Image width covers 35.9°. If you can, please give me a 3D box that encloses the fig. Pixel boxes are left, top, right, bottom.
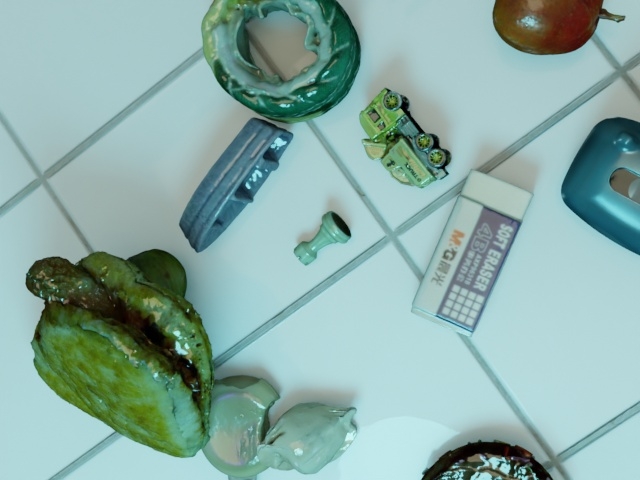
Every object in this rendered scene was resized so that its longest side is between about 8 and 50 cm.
[{"bbox_3d":[-0.294,0.135,1.853,0.149,0.149,0.245,-22,101,10],"label":"fig"}]

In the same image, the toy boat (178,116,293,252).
[{"bbox_3d":[-0.161,-0.102,1.819,0.078,0.127,0.283,40,100,9],"label":"toy boat"}]

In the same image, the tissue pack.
[{"bbox_3d":[0.553,-0.075,1.641,0.287,0.206,0.198,32,97,10],"label":"tissue pack"}]

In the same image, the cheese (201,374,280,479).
[{"bbox_3d":[-0.146,0.398,1.846,0.163,0.082,0.286,-5,92,12],"label":"cheese"}]

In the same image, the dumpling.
[{"bbox_3d":[-0.017,0.367,1.802,0.199,0.118,0.136,-23,126,-2],"label":"dumpling"}]

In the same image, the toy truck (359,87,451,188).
[{"bbox_3d":[0.145,-0.173,1.783,0.116,0.085,0.191,-39,85,14],"label":"toy truck"}]

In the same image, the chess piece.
[{"bbox_3d":[0.000,0.000,1.824,0.103,0.067,0.067,-39,83,17],"label":"chess piece"}]

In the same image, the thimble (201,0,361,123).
[{"bbox_3d":[-0.072,-0.355,1.781,0.254,0.167,0.288,-39,84,8],"label":"thimble"}]

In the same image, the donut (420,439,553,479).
[{"bbox_3d":[0.297,0.478,1.747,0.270,0.103,0.269,0,92,9],"label":"donut"}]

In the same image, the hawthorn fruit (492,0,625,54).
[{"bbox_3d":[0.407,-0.404,1.681,0.226,0.196,0.196,15,93,1],"label":"hawthorn fruit"}]

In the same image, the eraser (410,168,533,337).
[{"bbox_3d":[0.269,0.021,1.759,0.124,0.081,0.279,23,95,10],"label":"eraser"}]

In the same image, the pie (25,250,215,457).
[{"bbox_3d":[-0.344,0.224,1.754,0.395,0.418,0.180,31,52,15],"label":"pie"}]
